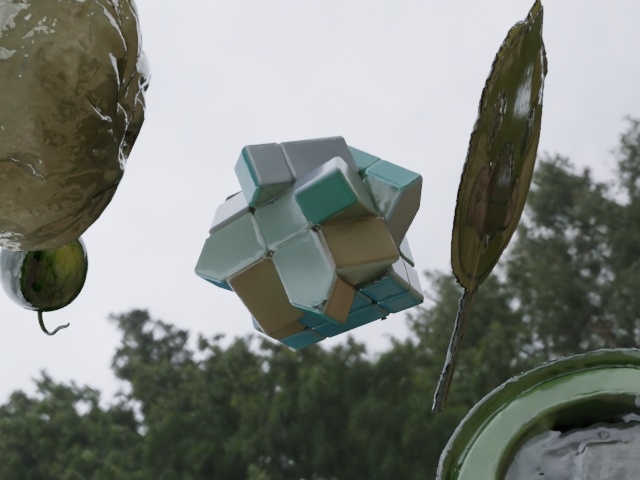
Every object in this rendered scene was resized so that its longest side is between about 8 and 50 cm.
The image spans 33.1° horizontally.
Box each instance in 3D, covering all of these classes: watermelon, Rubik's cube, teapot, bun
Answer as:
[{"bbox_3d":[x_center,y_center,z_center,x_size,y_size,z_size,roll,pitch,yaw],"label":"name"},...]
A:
[{"bbox_3d":[-0.431,0.057,1.665,0.140,0.140,0.187,-10,-67,-54],"label":"watermelon"},{"bbox_3d":[0.000,0.000,1.227,0.265,0.224,0.213,-23,-26,15],"label":"Rubik's cube"},{"bbox_3d":[0.185,0.258,0.725,0.200,0.270,0.337,-68,-33,-44],"label":"teapot"},{"bbox_3d":[-0.305,-0.145,1.203,0.360,0.210,0.360,-156,90,-84],"label":"bun"}]

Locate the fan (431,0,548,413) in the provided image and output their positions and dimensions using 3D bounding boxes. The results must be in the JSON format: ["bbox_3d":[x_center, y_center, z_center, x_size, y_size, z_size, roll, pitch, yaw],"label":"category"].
[{"bbox_3d":[0.134,-0.025,0.844,0.229,0.011,0.335,-2,-73,-68],"label":"fan"}]
